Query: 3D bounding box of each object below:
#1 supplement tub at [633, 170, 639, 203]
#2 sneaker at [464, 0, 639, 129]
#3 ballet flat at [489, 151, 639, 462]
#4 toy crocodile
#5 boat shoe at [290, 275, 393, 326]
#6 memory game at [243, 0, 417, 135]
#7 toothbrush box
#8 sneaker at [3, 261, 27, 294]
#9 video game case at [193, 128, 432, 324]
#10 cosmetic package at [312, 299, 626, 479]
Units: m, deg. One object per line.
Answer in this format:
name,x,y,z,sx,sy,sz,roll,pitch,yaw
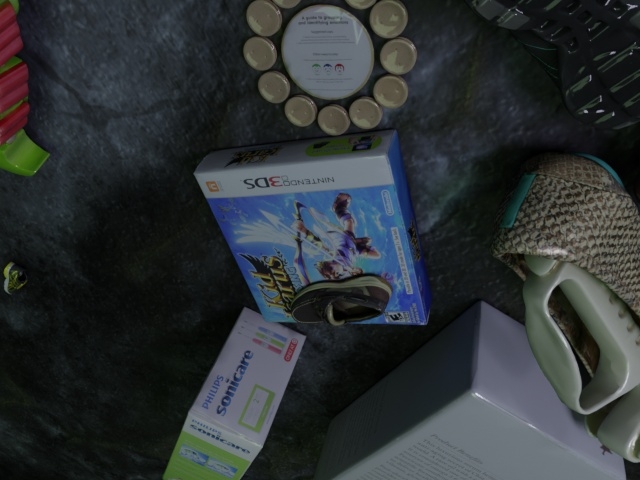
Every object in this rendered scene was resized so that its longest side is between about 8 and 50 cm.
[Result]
supplement tub,0.353,-0.101,0.430,0.106,0.106,0.197,15,133,8
sneaker,0.203,-0.189,0.423,0.267,0.106,0.101,28,132,-32
ballet flat,0.328,0.124,0.581,0.483,0.182,0.164,47,158,-21
toy crocodile,-0.390,-0.198,0.611,0.105,0.115,0.340,26,141,-3
boat shoe,0.018,0.084,0.673,0.152,0.049,0.056,-21,121,35
memory game,0.007,-0.193,0.546,0.186,0.012,0.186,11,132,13
toothbrush box,-0.148,0.284,0.888,0.122,0.206,0.283,25,133,-1
sneaker,-0.567,0.077,0.986,0.035,0.031,0.083,22,134,1
video game case,0.000,0.000,0.684,0.245,0.061,0.269,-2,129,23
cosmetic package,0.189,0.312,0.814,0.230,0.161,0.453,31,133,-7
